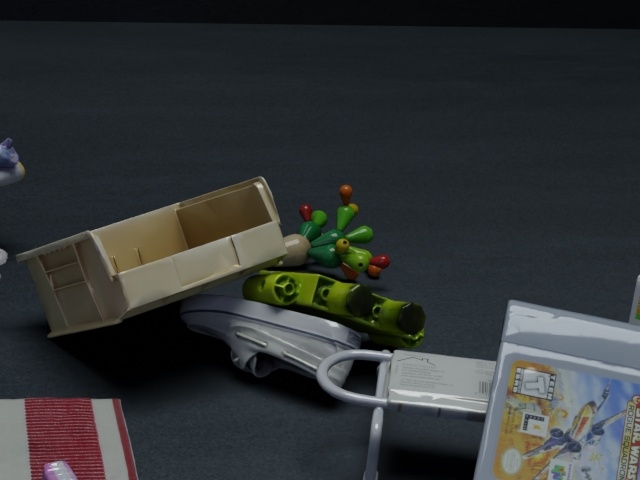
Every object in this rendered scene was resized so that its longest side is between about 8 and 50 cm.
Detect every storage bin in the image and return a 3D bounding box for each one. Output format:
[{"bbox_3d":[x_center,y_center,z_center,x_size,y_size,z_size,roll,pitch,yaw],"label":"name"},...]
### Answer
[{"bbox_3d":[-0.219,0.022,1.907,0.262,0.123,0.260,-19,3,-34],"label":"storage bin"}]

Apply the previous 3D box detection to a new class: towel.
[{"bbox_3d":[-0.379,0.240,1.632,0.329,0.037,0.237,1,21,-14],"label":"towel"}]

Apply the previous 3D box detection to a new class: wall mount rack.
[{"bbox_3d":[0.170,0.198,1.756,0.350,0.130,0.304,7,26,4],"label":"wall mount rack"}]

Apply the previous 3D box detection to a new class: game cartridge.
[{"bbox_3d":[0.274,0.216,1.580,0.198,0.062,0.297,9,64,11],"label":"game cartridge"}]

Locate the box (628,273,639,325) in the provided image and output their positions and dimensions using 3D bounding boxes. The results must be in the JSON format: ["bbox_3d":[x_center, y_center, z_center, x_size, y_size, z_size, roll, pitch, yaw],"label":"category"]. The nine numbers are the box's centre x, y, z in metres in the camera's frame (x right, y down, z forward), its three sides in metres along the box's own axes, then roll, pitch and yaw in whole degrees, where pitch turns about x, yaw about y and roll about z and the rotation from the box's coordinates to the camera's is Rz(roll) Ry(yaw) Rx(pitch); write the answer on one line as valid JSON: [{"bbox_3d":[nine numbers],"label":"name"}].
[{"bbox_3d":[0.449,0.132,1.862,0.103,0.203,0.114,14,24,19],"label":"box"}]

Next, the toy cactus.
[{"bbox_3d":[0.000,0.000,2.235,0.180,0.112,0.219,-13,36,-17],"label":"toy cactus"}]

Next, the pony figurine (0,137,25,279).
[{"bbox_3d":[-0.585,-0.052,2.047,0.351,0.303,0.363,-19,13,30],"label":"pony figurine"}]

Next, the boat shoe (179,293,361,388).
[{"bbox_3d":[-0.076,0.135,1.886,0.267,0.088,0.096,12,-16,24],"label":"boat shoe"}]

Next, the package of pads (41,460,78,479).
[{"bbox_3d":[-0.272,0.276,1.502,0.032,0.083,0.050,0,26,-27],"label":"package of pads"}]

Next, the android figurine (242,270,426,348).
[{"bbox_3d":[0.014,0.089,1.939,0.248,0.056,0.273,20,-11,-32],"label":"android figurine"}]
